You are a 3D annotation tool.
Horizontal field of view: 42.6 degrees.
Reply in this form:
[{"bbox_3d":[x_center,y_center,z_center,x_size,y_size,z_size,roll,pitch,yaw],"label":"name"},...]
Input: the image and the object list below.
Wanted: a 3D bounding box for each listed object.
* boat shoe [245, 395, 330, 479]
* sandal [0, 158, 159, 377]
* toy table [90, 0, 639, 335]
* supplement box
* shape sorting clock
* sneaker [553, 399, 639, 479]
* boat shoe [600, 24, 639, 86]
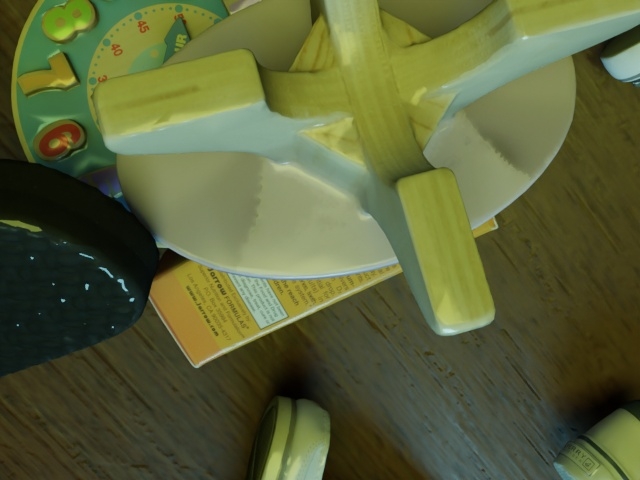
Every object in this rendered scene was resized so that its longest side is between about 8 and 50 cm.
[{"bbox_3d":[-0.019,0.250,0.646,0.103,0.113,0.302,10,119,-2],"label":"boat shoe"},{"bbox_3d":[-0.283,0.032,0.556,0.446,0.107,0.167,-15,139,28],"label":"sandal"},{"bbox_3d":[0.021,-0.073,0.428,0.274,0.161,0.252,-27,85,-5],"label":"toy table"},{"bbox_3d":[0.000,0.000,0.573,0.233,0.078,0.080,-27,105,11],"label":"supplement box"},{"bbox_3d":[-0.095,-0.098,0.528,0.206,0.040,0.206,0,86,-5],"label":"shape sorting clock"},{"bbox_3d":[0.284,0.231,0.632,0.091,0.094,0.258,-39,111,-3],"label":"sneaker"},{"bbox_3d":[0.293,-0.151,0.516,0.229,0.080,0.076,-32,103,4],"label":"boat shoe"}]
